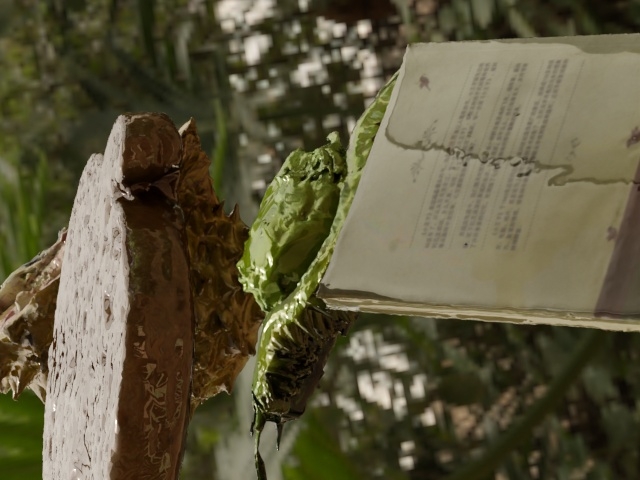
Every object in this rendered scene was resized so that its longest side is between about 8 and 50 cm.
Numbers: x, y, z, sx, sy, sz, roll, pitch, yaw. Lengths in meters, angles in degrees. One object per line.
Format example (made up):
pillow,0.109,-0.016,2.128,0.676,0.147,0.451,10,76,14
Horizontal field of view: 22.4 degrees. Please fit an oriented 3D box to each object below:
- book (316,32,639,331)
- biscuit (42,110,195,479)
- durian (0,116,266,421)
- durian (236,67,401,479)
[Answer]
book,0.142,-0.040,0.975,0.026,0.289,0.201,41,-118,-45
biscuit,-0.125,0.069,1.031,0.367,0.063,0.314,-124,44,-68
durian,-0.155,0.067,1.384,0.195,0.305,0.185,47,-165,-9
durian,0.006,0.004,1.228,0.132,0.375,0.106,20,169,37
